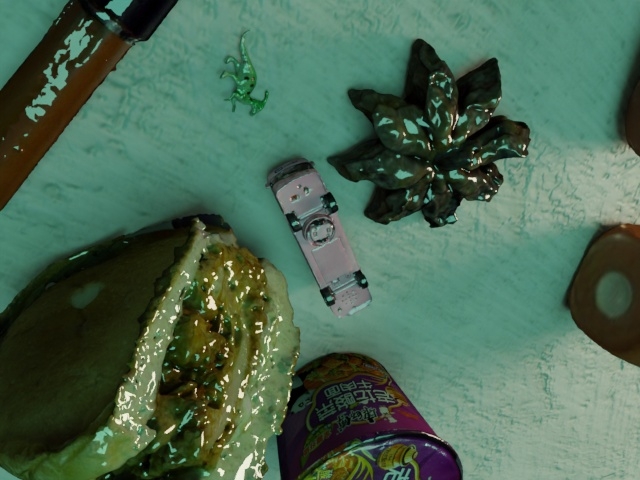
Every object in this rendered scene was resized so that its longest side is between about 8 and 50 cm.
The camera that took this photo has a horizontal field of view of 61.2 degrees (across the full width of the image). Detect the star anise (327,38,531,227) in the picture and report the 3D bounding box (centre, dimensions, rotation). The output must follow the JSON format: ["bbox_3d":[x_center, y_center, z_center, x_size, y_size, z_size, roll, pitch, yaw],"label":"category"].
[{"bbox_3d":[0.141,-0.110,0.639,0.236,0.109,0.223,-36,117,5],"label":"star anise"}]

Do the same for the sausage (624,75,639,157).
[{"bbox_3d":[0.487,-0.214,0.677,0.148,0.148,0.255,-4,115,-16],"label":"sausage"}]

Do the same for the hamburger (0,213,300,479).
[{"bbox_3d":[-0.187,0.123,0.548,0.276,0.318,0.195,-14,128,27],"label":"hamburger"}]

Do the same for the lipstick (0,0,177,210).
[{"bbox_3d":[-0.226,-0.172,0.503,0.418,0.077,0.077,-46,120,10],"label":"lipstick"}]

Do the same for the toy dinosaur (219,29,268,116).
[{"bbox_3d":[-0.076,-0.174,0.582,0.062,0.021,0.083,25,111,-34],"label":"toy dinosaur"}]

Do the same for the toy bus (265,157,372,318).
[{"bbox_3d":[0.000,0.000,0.656,0.063,0.090,0.203,-26,122,-4],"label":"toy bus"}]

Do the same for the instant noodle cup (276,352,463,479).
[{"bbox_3d":[0.044,0.294,0.764,0.251,0.190,0.251,-7,118,-13],"label":"instant noodle cup"}]

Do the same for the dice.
[{"bbox_3d":[0.508,0.087,0.816,0.179,0.174,0.175,8,112,-20],"label":"dice"}]
